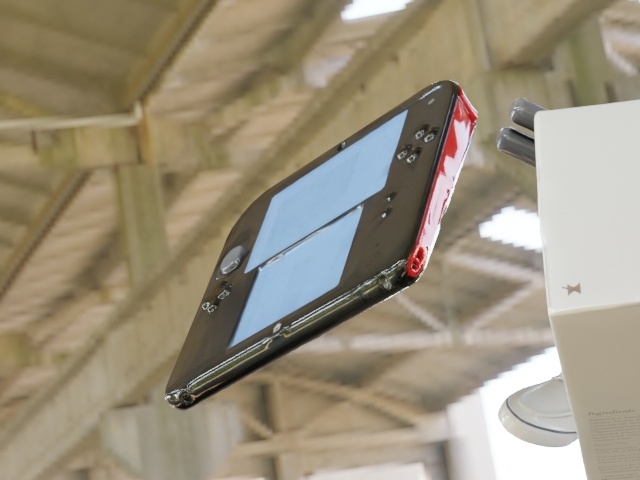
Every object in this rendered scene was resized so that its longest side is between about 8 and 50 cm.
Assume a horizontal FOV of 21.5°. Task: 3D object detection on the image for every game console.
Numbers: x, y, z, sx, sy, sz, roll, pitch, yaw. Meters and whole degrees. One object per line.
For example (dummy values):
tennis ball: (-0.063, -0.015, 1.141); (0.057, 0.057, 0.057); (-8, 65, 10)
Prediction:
game console: (0.000, 0.000, 1.867); (0.386, 0.342, 0.060); (-32, -69, 37)

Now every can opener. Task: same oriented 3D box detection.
can opener: (0.339, -0.075, 1.931); (0.283, 0.076, 0.095); (25, 14, 2)

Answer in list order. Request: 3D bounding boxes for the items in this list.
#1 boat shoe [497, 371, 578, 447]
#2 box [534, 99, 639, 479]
boat shoe: (0.321, 0.180, 2.029); (0.258, 0.095, 0.084); (-10, -48, -41)
box: (0.305, 0.055, 1.561); (0.168, 0.215, 0.345); (-7, -34, 11)
